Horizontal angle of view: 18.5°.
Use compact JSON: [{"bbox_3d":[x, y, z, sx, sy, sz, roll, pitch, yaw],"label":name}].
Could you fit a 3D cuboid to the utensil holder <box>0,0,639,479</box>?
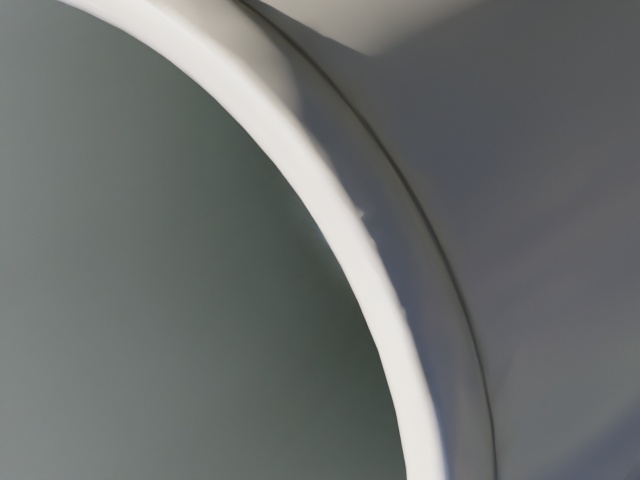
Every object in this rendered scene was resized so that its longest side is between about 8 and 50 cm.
[{"bbox_3d":[0.000,0.000,0.792,0.328,0.385,0.327,13,115,29],"label":"utensil holder"}]
